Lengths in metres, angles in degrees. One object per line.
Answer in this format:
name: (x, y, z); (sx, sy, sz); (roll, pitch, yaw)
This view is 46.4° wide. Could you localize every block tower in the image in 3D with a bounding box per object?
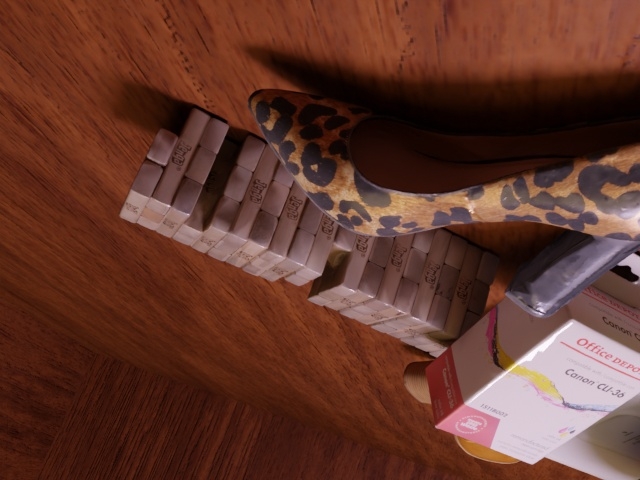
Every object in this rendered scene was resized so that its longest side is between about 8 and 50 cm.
block tower: (0.000, 0.000, 0.667); (0.335, 0.091, 0.097); (25, 161, -14)

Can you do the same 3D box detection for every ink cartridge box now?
ink cartridge box: (0.193, 0.094, 0.607); (0.115, 0.067, 0.198); (24, 126, -22)

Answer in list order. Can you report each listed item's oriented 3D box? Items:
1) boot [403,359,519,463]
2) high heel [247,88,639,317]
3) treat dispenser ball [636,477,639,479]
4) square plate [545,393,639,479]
boot: (0.273, 0.251, 1.045); (0.295, 0.104, 0.211); (37, 156, -28)
high heel: (0.088, -0.067, 0.450); (0.261, 0.093, 0.186); (30, 143, -1)
treat dispenser ball: (0.387, 0.346, 0.681); (0.288, 0.288, 0.288); (19, 161, 7)
square plate: (0.332, 0.188, 0.787); (0.344, 0.049, 0.347); (21, 148, -6)
